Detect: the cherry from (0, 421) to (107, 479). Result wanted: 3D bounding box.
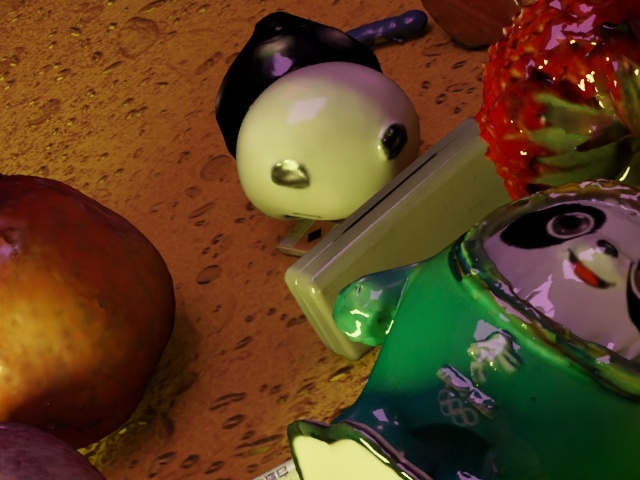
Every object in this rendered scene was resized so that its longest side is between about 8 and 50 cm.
[{"bbox_3d":[-0.260,0.242,1.356,0.192,0.175,0.250,-42,34,5],"label":"cherry"}]

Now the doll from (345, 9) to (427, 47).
[{"bbox_3d":[0.066,-0.236,1.888,0.125,0.027,0.037,-14,35,27],"label":"doll"}]

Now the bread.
[{"bbox_3d":[0.205,-0.324,1.815,0.190,0.123,0.244,-4,39,35],"label":"bread"}]

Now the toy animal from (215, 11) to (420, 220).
[{"bbox_3d":[-0.002,-0.110,1.640,0.187,0.165,0.235,-25,34,-4],"label":"toy animal"}]

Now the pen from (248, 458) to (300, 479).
[{"bbox_3d":[-0.059,0.213,1.375,0.218,0.026,0.026,-27,33,3],"label":"pen"}]

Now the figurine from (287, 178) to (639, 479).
[{"bbox_3d":[0.162,0.103,1.198,0.340,0.231,0.323,-38,60,-25],"label":"figurine"}]

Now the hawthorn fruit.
[{"bbox_3d":[-0.297,0.048,1.533,0.276,0.307,0.276,-33,26,18],"label":"hawthorn fruit"}]

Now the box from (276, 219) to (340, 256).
[{"bbox_3d":[0.000,0.000,1.630,0.083,0.012,0.046,10,50,44],"label":"box"}]

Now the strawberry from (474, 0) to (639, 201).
[{"bbox_3d":[0.256,-0.122,1.395,0.261,0.261,0.257,-20,38,14],"label":"strawberry"}]

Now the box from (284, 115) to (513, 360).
[{"bbox_3d":[0.085,-0.004,1.487,0.243,0.103,0.055,-40,30,-17],"label":"box"}]
